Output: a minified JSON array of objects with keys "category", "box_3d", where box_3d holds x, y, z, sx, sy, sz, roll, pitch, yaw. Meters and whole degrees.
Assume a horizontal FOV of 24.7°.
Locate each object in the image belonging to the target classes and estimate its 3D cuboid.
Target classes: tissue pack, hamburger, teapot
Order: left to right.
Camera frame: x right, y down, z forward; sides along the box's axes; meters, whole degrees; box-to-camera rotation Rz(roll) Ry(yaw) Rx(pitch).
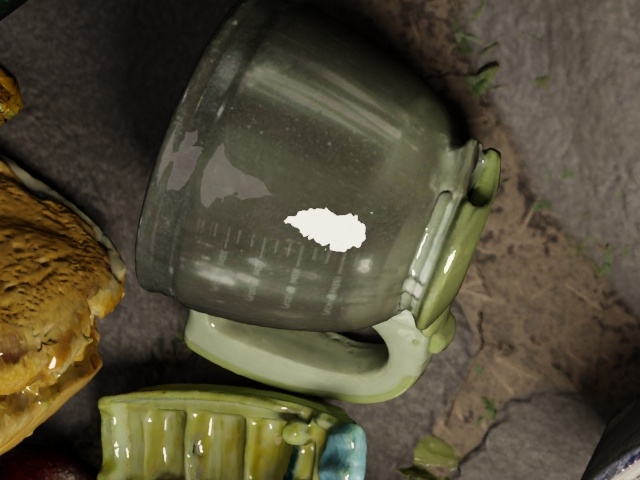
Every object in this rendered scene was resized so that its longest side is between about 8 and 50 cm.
[{"category":"hamburger","box_3d":[-0.315,0.037,1.202,0.318,0.318,0.158,39,121,12]},{"category":"teapot","box_3d":[-0.004,0.002,1.082,0.239,0.239,0.322,23,109,7]},{"category":"tissue pack","box_3d":[0.239,0.146,1.040,0.051,0.156,0.112,48,118,2]}]

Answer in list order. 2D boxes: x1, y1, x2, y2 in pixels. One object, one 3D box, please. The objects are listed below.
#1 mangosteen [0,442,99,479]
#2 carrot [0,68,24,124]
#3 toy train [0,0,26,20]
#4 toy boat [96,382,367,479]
[{"category":"mangosteen","box_3d":[-0.289,0.280,1.316,0.261,0.235,0.235,41,123,49]},{"category":"carrot","box_3d":[-0.364,-0.098,1.326,0.228,0.069,0.069,-23,93,28]},{"category":"toy train","box_3d":[-0.382,-0.224,1.259,0.330,0.138,0.178,-30,94,30]},{"category":"toy boat","box_3d":[-0.064,0.177,1.219,0.276,0.084,0.111,0,86,36]}]
